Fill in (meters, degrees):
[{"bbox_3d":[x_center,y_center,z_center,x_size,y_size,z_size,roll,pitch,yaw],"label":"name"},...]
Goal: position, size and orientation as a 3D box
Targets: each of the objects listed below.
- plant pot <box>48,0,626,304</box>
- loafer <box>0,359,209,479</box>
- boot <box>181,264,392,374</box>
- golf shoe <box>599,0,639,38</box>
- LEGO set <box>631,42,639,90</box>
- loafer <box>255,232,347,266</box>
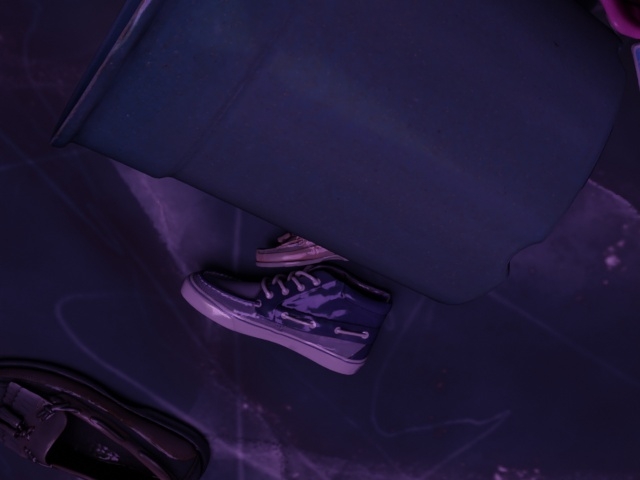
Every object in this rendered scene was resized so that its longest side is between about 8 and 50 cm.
[{"bbox_3d":[0.026,-0.138,1.022,0.334,0.341,0.341,30,119,-13],"label":"plant pot"},{"bbox_3d":[-0.247,0.198,1.370,0.268,0.084,0.096,18,119,2],"label":"loafer"},{"bbox_3d":[-0.030,0.051,1.266,0.190,0.069,0.086,23,112,-9],"label":"boot"},{"bbox_3d":[0.233,-0.277,0.945,0.115,0.140,0.306,-2,139,14],"label":"golf shoe"},{"bbox_3d":[0.331,-0.035,0.988,0.182,0.060,0.244,-4,109,30],"label":"LEGO set"},{"bbox_3d":[0.000,0.000,1.245,0.125,0.045,0.039,-6,99,7],"label":"loafer"}]
